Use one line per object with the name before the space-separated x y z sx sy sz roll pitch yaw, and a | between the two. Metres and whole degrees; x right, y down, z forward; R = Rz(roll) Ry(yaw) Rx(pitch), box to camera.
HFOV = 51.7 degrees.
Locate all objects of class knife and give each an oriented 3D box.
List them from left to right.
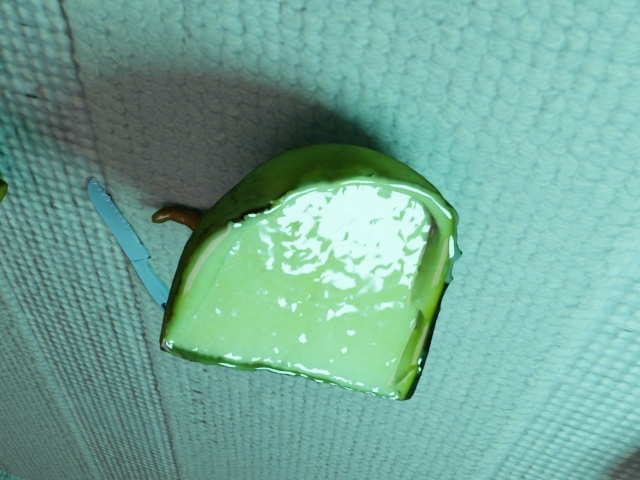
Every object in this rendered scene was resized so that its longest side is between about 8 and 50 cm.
knife | -0.290 0.023 1.047 0.044 0.019 0.313 -5 133 19

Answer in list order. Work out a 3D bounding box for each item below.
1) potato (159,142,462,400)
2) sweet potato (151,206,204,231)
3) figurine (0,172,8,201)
potato | 0.000 0.000 0.768 0.330 0.213 0.280 15 119 -24
sweet potato | -0.154 -0.024 0.910 0.179 0.044 0.044 8 139 28
figurine | -0.619 -0.073 0.864 0.387 0.268 0.401 17 146 -19
